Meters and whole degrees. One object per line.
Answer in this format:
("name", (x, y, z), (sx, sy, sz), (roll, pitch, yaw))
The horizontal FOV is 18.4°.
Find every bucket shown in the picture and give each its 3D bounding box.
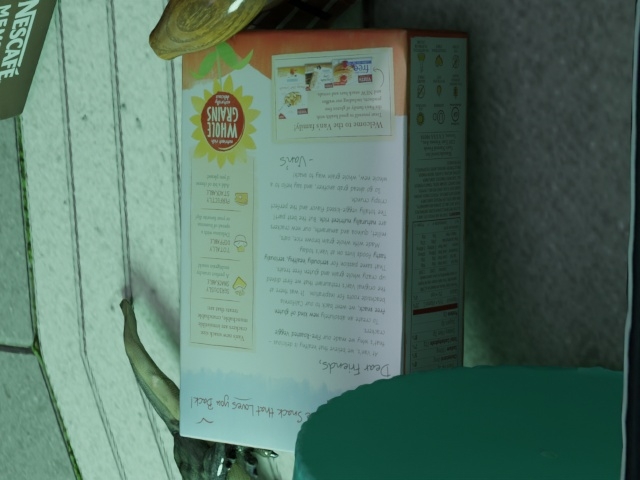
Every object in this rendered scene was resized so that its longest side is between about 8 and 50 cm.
("bucket", (0.104, 0.182, 0.935), (0.281, 0.281, 0.183), (19, 114, 47))

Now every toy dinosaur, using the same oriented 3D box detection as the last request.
("toy dinosaur", (-0.069, 0.127, 1.297), (0.268, 0.064, 0.118), (60, 148, 21))

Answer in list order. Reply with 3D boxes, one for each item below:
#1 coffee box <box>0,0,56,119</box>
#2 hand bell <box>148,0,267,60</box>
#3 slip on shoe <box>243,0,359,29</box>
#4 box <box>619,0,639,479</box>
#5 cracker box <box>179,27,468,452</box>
("coffee box", (-0.315, -0.234, 1.410), (0.297, 0.118, 0.168), (52, 137, 25))
("hand bell", (-0.011, -0.156, 1.011), (0.242, 0.126, 0.126), (-32, 78, 40))
("slip on shoe", (-0.010, -0.144, 1.128), (0.135, 0.051, 0.041), (-35, 36, 60))
("box", (0.280, 0.040, 0.479), (0.212, 0.395, 0.294), (-10, 73, 54))
("cracker box", (0.000, 0.000, 1.090), (0.155, 0.067, 0.232), (5, 96, 37))
